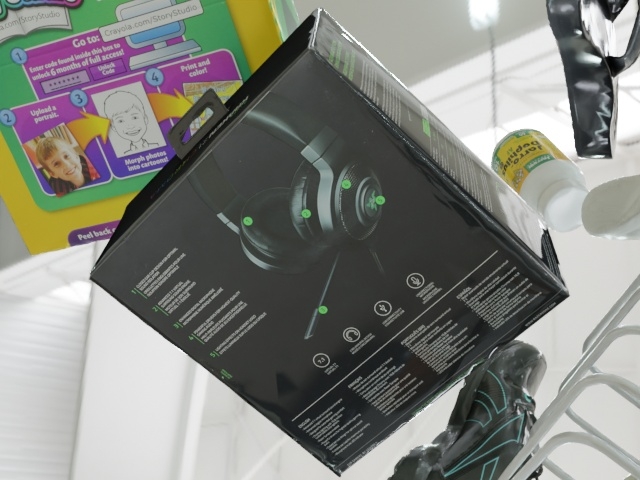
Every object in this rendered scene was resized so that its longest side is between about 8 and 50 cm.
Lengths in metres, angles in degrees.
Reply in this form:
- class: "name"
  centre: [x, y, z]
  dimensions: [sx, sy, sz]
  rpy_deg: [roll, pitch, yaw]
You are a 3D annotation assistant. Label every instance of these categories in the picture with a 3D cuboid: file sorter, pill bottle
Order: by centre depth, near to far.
- class: "file sorter"
  centre: [0.257, 0.158, 0.714]
  dimensions: [0.173, 0.278, 0.192]
  rpy_deg: [37, -46, 13]
- class: "pill bottle"
  centre: [0.378, -0.100, 1.620]
  dimensions: [0.117, 0.118, 0.208]
  rpy_deg: [-57, -153, 20]

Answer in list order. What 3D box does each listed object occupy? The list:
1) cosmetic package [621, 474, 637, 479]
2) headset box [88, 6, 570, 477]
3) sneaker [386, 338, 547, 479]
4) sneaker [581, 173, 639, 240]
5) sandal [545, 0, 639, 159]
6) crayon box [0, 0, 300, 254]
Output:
- class: "cosmetic package"
  centre: [0.372, 0.318, 0.999]
  dimensions: [0.309, 0.113, 0.160]
  rpy_deg: [-36, -117, 1]
- class: "headset box"
  centre: [0.000, 0.000, 0.742]
  dimensions: [0.246, 0.283, 0.131]
  rpy_deg: [-44, -163, 21]
- class: "sneaker"
  centre: [0.153, 0.191, 0.849]
  dimensions: [0.106, 0.267, 0.101]
  rpy_deg: [19, -48, 28]
- class: "sneaker"
  centre: [0.367, -0.039, 0.931]
  dimensions: [0.212, 0.094, 0.080]
  rpy_deg: [-12, -114, 52]
- class: "sandal"
  centre: [0.179, -0.141, 0.591]
  dimensions: [0.055, 0.254, 0.097]
  rpy_deg: [3, -113, 22]
- class: "crayon box"
  centre: [-0.197, -0.173, 0.999]
  dimensions: [0.363, 0.313, 0.106]
  rpy_deg: [-12, -155, 15]
